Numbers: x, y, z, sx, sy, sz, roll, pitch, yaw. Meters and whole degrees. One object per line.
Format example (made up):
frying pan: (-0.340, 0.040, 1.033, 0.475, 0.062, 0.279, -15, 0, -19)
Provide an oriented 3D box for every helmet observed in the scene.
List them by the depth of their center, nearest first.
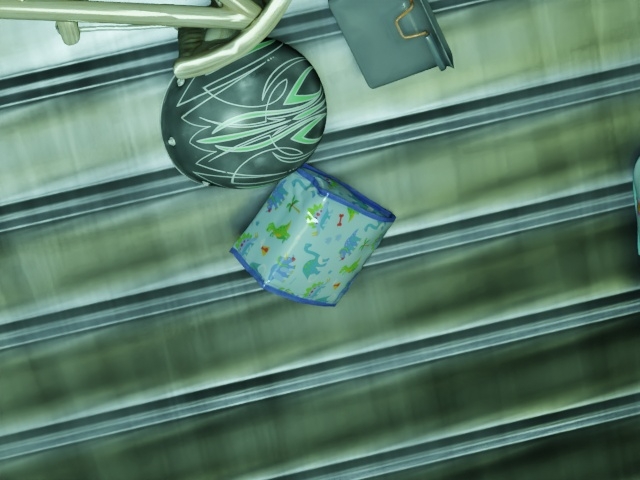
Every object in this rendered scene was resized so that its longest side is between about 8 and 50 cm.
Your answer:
helmet: (-0.078, -0.129, 1.305, 0.169, 0.161, 0.169, -2, 109, -6)

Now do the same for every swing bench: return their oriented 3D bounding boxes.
swing bench: (-0.158, -0.261, 1.204, 0.255, 0.253, 0.165, 18, 106, -12)

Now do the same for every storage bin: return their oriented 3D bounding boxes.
storage bin: (0.070, -0.223, 1.333, 0.091, 0.098, 0.135, -24, 110, 13)

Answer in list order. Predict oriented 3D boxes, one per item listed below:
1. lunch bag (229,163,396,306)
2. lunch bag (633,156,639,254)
lunch bag: (0.000, 0.000, 1.396, 0.151, 0.096, 0.129, 24, 107, -44)
lunch bag: (0.476, 0.002, 1.443, 0.224, 0.108, 0.279, -13, 109, -2)
